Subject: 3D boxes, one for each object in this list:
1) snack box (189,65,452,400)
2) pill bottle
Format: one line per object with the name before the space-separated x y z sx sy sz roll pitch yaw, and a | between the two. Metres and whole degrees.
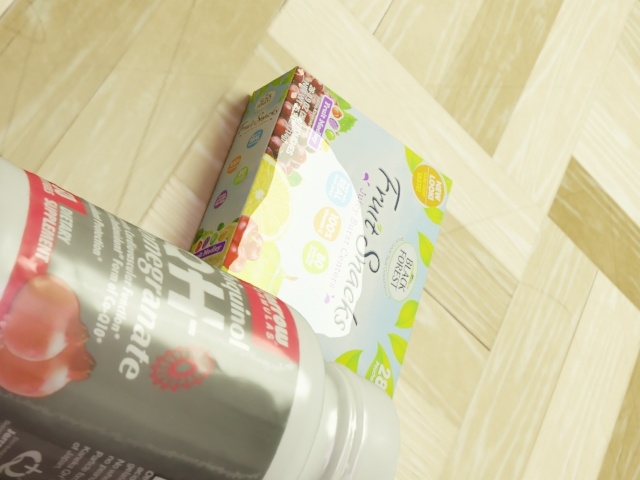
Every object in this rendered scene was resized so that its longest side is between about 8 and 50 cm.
snack box | 0.000 0.000 0.928 0.174 0.070 0.207 34 59 -26
pill bottle | -0.110 0.091 0.744 0.318 0.176 0.176 29 61 -29
